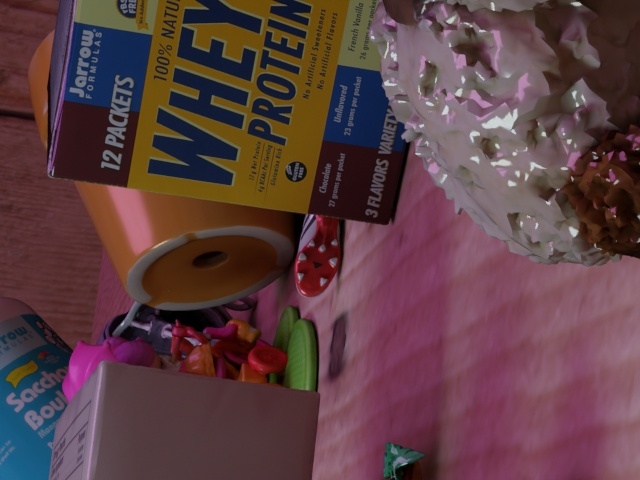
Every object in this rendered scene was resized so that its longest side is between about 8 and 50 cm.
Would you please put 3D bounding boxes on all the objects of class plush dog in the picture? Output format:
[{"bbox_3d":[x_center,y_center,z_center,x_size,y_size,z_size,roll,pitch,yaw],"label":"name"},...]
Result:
[{"bbox_3d":[0.066,-0.097,0.590,0.262,0.210,0.225,-109,5,-68],"label":"plush dog"}]

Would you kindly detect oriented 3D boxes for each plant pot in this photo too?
[{"bbox_3d":[-0.101,-0.058,1.444,0.205,0.205,0.188,115,145,-58],"label":"plant pot"}]

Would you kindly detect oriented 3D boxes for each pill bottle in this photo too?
[{"bbox_3d":[-0.241,0.146,1.539,0.146,0.264,0.146,-42,-17,-16],"label":"pill bottle"}]

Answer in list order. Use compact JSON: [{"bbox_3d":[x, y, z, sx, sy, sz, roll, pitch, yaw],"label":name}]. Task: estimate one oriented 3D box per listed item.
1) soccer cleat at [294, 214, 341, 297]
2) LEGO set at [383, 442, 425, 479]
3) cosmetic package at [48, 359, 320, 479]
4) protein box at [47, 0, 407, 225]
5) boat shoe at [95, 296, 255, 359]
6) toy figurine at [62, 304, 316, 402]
[{"bbox_3d":[0.000,0.000,1.253,0.035,0.029,0.083,101,177,-71],"label":"soccer cleat"},{"bbox_3d":[-0.046,0.235,0.707,0.255,0.192,0.331,-23,56,59],"label":"LEGO set"},{"bbox_3d":[-0.083,0.229,0.923,0.160,0.113,0.309,134,144,-68],"label":"cosmetic package"},{"bbox_3d":[-0.056,-0.116,1.158,0.201,0.199,0.136,-111,30,-69],"label":"protein box"},{"bbox_3d":[-0.112,0.083,1.567,0.306,0.113,0.105,-142,67,-75],"label":"boat shoe"},{"bbox_3d":[-0.095,0.095,1.322,0.173,0.159,0.130,-98,19,-59],"label":"toy figurine"}]
